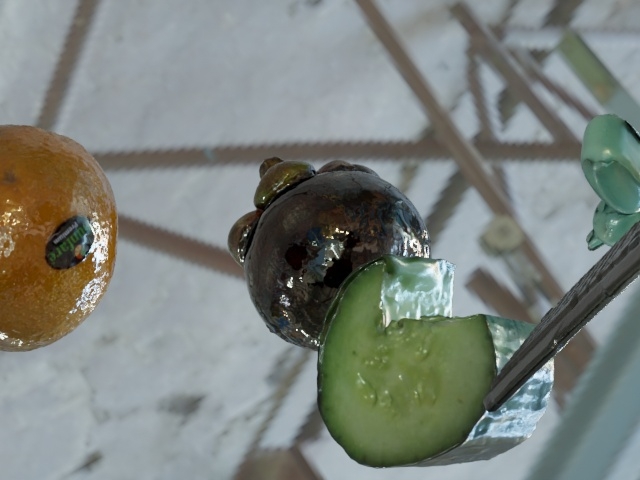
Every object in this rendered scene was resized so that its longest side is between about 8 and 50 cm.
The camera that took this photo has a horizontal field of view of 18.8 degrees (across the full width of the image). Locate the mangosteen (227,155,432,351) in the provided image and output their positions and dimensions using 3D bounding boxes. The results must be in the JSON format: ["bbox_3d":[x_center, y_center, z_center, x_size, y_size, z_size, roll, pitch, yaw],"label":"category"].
[{"bbox_3d":[0.000,0.000,2.075,0.211,0.250,0.211,-27,150,-17],"label":"mangosteen"}]

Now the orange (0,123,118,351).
[{"bbox_3d":[-0.274,-0.003,1.725,0.206,0.206,0.206,-23,146,-17],"label":"orange"}]

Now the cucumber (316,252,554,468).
[{"bbox_3d":[0.097,0.117,1.677,0.130,0.191,0.191,-2,135,-45],"label":"cucumber"}]

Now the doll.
[{"bbox_3d":[0.255,-0.018,1.293,0.159,0.059,0.159,2,138,11],"label":"doll"}]

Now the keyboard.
[{"bbox_3d":[0.162,0.010,1.024,0.106,0.016,0.262,-45,176,-35],"label":"keyboard"}]
